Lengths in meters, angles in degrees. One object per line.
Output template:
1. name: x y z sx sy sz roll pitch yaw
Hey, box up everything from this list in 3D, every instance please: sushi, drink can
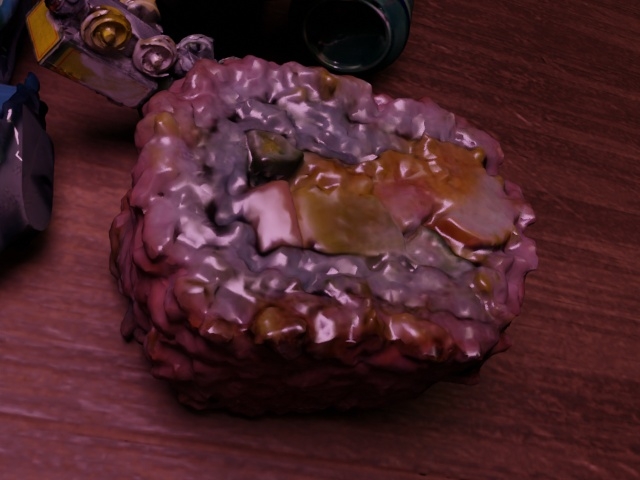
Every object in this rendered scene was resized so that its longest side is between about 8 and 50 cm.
1. sushi: 0.000 0.000 0.459 0.270 0.171 0.236 5 56 -20
2. drink can: 0.041 -0.267 0.683 0.118 0.118 0.205 19 52 -7

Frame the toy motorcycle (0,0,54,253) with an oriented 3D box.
1. toy motorcycle: -0.255 -0.105 0.394 0.172 0.232 0.416 7 55 -2

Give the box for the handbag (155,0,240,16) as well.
1. handbag: -0.127 -0.276 0.549 0.275 0.178 0.302 -3 24 -21

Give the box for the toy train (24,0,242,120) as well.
1. toy train: -0.122 -0.124 0.501 0.202 0.081 0.060 20 39 -56
